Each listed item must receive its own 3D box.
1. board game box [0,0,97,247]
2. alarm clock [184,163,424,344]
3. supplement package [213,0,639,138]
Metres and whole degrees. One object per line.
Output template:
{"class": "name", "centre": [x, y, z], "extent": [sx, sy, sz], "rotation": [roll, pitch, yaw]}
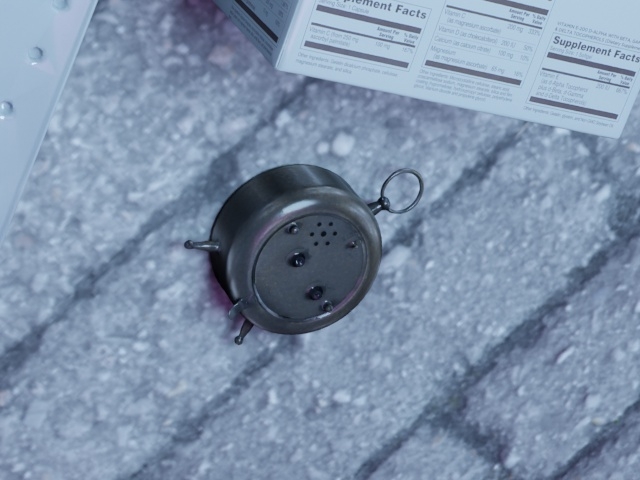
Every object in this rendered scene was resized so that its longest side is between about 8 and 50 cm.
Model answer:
{"class": "board game box", "centre": [-0.323, -0.203, 0.887], "extent": [0.390, 0.050, 0.390], "rotation": [15, 112, -27]}
{"class": "alarm clock", "centre": [0.000, 0.000, 1.149], "extent": [0.192, 0.064, 0.129], "rotation": [-32, 124, -9]}
{"class": "supplement package", "centre": [0.074, -0.191, 0.990], "extent": [0.262, 0.204, 0.145], "rotation": [9, 113, -27]}
